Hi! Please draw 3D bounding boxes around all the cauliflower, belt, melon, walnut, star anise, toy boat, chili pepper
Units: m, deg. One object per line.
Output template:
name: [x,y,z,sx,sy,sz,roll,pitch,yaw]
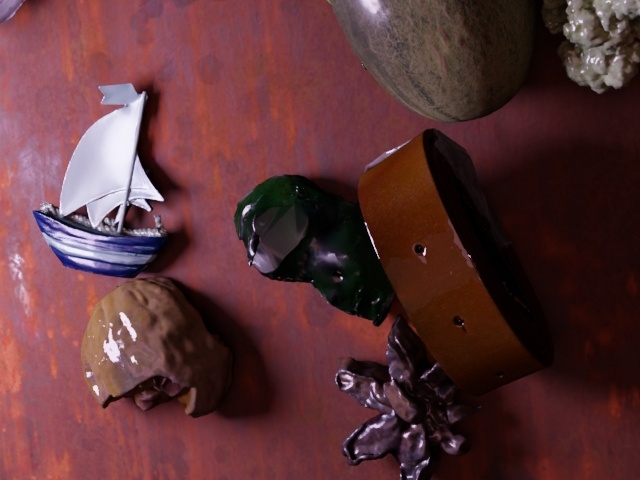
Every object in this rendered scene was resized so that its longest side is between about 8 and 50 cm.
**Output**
cauliflower: [0.383,-0.334,1.222,0.281,0.260,0.327,9,118,21]
belt: [0.175,0.026,1.339,0.122,0.217,0.338,-29,89,23]
melon: [0.140,-0.304,1.302,0.249,0.248,0.329,-19,103,18]
walnut: [-0.254,0.156,1.522,0.238,0.141,0.204,3,91,14]
star anise: [0.107,0.230,1.437,0.220,0.099,0.214,43,96,10]
toy boat: [-0.299,-0.073,1.554,0.210,0.070,0.291,35,101,11]
chili pepper: [-0.005,-0.001,1.441,0.265,0.116,0.148,31,100,12]

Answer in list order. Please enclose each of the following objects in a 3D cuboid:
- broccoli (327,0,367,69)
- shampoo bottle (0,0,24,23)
broccoli: [0.030,-0.330,1.425,0.118,0.122,0.204,-26,101,32]
shampoo bottle: [-0.563,-0.444,1.498,0.273,0.273,0.266,-44,72,16]
